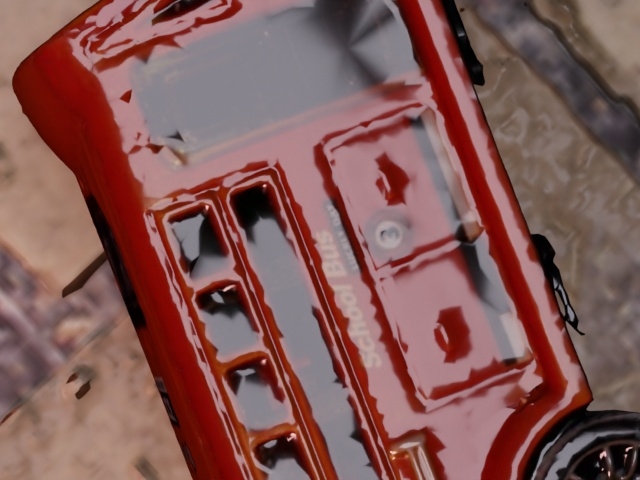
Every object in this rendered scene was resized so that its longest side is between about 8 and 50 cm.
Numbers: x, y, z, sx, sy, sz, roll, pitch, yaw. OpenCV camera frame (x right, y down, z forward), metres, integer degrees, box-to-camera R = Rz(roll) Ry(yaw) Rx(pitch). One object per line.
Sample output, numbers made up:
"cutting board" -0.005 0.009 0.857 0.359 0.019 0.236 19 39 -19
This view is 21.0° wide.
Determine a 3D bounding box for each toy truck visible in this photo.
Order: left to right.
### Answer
"toy truck" 0.000 0.000 0.436 0.114 0.107 0.253 -22 90 -10
